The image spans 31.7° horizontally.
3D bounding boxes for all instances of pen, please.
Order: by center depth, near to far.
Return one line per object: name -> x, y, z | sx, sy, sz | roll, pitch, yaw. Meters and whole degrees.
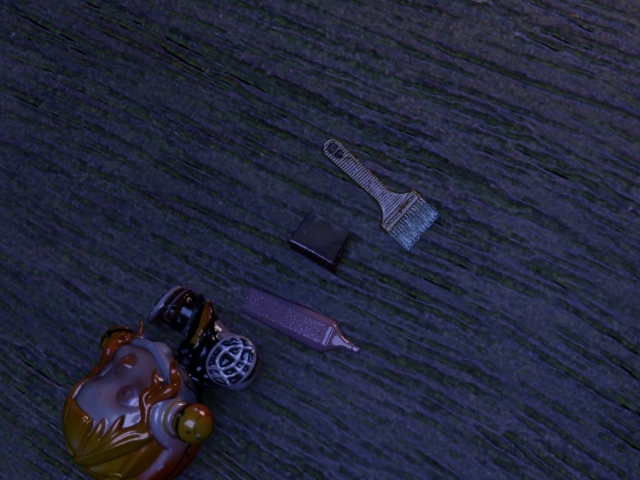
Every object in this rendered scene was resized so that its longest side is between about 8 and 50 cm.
pen -> -0.028, 0.129, 1.737 | 0.197, 0.032, 0.053 | 25, 84, 12

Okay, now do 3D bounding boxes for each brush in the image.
brush -> 0.084, -0.082, 1.768 | 0.218, 0.010, 0.082 | 43, 88, 12

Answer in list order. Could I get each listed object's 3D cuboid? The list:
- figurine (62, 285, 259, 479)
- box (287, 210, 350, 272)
figurine -> -0.245, 0.240, 1.662 | 0.323, 0.196, 0.320 | -43, 36, -9
box -> 0.000, 0.000, 1.741 | 0.085, 0.060, 0.063 | 29, 81, 11
